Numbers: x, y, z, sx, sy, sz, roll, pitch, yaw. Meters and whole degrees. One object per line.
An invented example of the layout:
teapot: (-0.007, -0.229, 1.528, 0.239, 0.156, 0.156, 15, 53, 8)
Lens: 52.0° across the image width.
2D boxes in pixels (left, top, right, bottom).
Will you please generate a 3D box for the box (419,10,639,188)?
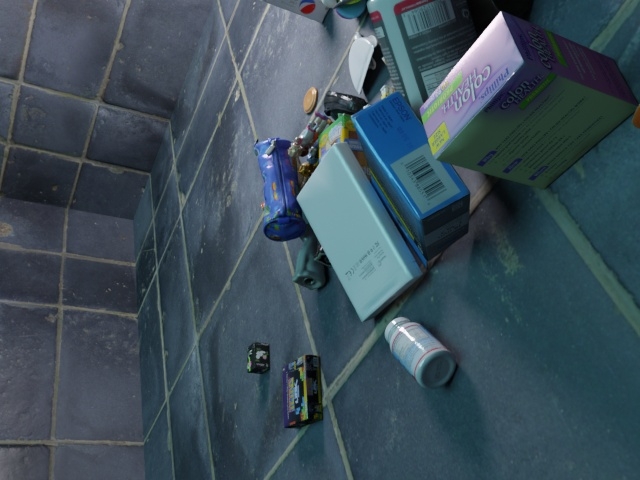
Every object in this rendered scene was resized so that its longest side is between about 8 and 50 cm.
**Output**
box: (0.325, -0.211, 1.048, 0.213, 0.243, 0.117, -50, 39, 45)

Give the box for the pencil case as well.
pencil case: (-0.115, -0.152, 1.843, 0.133, 0.120, 0.306, 80, -178, -63)

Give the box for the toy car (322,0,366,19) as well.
toy car: (0.074, -0.692, 1.842, 0.136, 0.159, 0.182, 78, 175, -46)

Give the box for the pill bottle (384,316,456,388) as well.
pill bottle: (0.194, 0.219, 1.313, 0.160, 0.087, 0.087, 45, 120, 59)

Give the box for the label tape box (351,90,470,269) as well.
label tape box: (0.183, -0.104, 1.282, 0.240, 0.106, 0.333, 60, -178, 20)

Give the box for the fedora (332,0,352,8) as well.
fedora: (0.128, -0.556, 1.259, 0.276, 0.244, 0.124, 0, 121, 46)

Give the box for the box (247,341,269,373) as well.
box: (-0.194, 0.367, 2.044, 0.062, 0.052, 0.083, -43, 43, 50)

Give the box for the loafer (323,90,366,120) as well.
loafer: (0.065, -0.361, 1.793, 0.223, 0.076, 0.078, -140, 59, -65)

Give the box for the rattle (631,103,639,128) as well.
rattle: (0.474, -0.249, 0.898, 0.199, 0.143, 0.130, -53, 55, 31)

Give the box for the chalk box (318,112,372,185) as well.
chalk box: (0.081, -0.225, 1.643, 0.132, 0.133, 0.212, -31, 55, 56)

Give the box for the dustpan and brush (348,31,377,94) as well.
dustpan and brush: (0.112, -0.511, 1.783, 0.147, 0.060, 0.211, 108, 148, -42)

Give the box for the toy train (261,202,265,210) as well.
toy train: (-0.162, -0.139, 2.172, 0.166, 0.046, 0.125, 50, 125, 57)

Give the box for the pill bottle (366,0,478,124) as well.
pill bottle: (0.218, -0.330, 1.243, 0.176, 0.176, 0.318, 13, 128, 63)

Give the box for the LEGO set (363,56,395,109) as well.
LEGO set: (0.183, -0.312, 1.479, 0.287, 0.132, 0.107, 118, 151, -75)

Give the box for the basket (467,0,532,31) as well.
basket: (0.299, -0.494, 1.310, 0.227, 0.154, 0.204, 13, 80, 59)

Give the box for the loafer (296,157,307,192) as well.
loafer: (-0.107, -0.203, 2.044, 0.268, 0.102, 0.092, -100, 31, -52)

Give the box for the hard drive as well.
hard drive: (0.078, -0.016, 1.508, 0.353, 0.047, 0.233, 62, 144, 18)

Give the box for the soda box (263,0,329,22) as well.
soda box: (-0.080, -0.759, 2.053, 0.074, 0.216, 0.069, -59, 32, 34)

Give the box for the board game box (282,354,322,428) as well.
board game box: (-0.051, 0.406, 1.759, 0.141, 0.048, 0.170, -39, 47, 50)

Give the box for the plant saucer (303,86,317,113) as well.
plant saucer: (-0.034, -0.444, 2.072, 0.083, 0.013, 0.083, -32, 52, 54)

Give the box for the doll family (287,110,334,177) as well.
doll family: (-0.006, -0.252, 1.793, 0.163, 0.118, 0.263, -55, 0, 10)

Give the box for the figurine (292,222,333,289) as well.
figurine: (0.000, 0.000, 1.784, 0.215, 0.092, 0.209, -46, 34, 48)
